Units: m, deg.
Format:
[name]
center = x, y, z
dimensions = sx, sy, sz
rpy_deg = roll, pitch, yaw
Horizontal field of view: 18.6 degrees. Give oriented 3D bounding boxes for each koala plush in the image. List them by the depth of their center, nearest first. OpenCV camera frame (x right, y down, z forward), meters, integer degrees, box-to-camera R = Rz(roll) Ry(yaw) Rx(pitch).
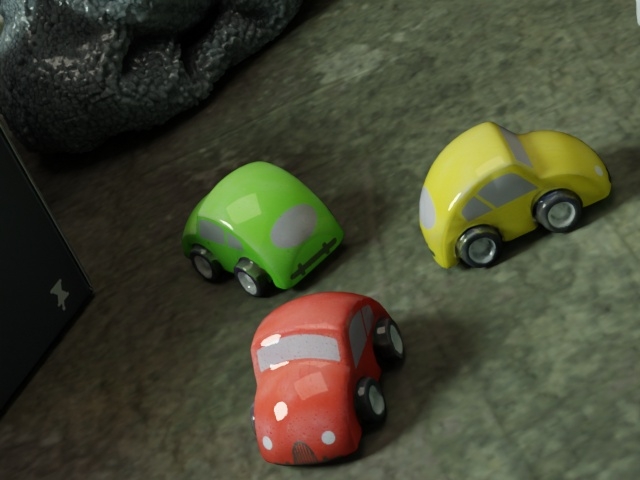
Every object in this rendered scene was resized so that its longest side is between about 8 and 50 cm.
[koala plush]
center = -0.157, -0.191, 1.234
dimensions = 0.196, 0.221, 0.203
rpy_deg = 4, 42, 40

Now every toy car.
[toy car]
center = 0.000, 0.000, 0.990
dimensions = 0.239, 0.053, 0.225
rpy_deg = -42, 34, -26

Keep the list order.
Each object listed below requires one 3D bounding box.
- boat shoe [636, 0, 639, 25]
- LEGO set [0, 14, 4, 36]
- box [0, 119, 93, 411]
[boat shoe]
center = 0.206, -0.065, 0.893
dimensions = 0.109, 0.094, 0.302
rpy_deg = -8, 34, 11
[LEGO set]
center = -0.254, -0.105, 1.249
dimensions = 0.060, 0.182, 0.244
rpy_deg = 6, 26, -33
[box]
center = -0.353, 0.070, 1.024
dimensions = 0.313, 0.179, 0.343
rpy_deg = -2, 39, 33
